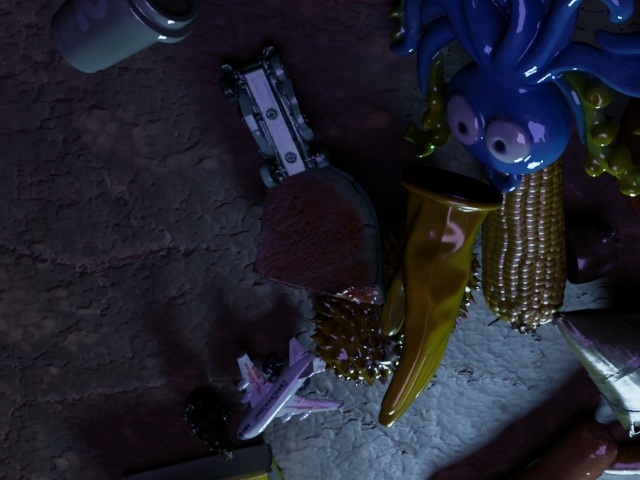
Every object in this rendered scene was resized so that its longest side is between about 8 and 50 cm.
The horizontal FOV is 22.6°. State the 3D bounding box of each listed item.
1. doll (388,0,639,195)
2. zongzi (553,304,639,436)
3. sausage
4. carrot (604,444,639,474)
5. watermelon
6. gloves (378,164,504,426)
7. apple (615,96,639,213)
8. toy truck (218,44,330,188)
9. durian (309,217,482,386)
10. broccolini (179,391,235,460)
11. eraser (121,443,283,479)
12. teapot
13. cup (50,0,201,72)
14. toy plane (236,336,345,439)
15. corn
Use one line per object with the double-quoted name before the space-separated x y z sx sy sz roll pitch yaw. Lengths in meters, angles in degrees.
"doll" 0.204 -0.175 1.646 0.346 0.099 0.341 24 141 27
"zongzi" 0.437 0.112 1.958 0.251 0.125 0.274 -24 138 16
"sausage" 0.281 0.353 2.202 0.087 0.079 0.326 42 118 -14
"carrot" 0.435 0.300 2.187 0.139 0.048 0.048 -2 130 1
"watermelon" 0.013 -0.013 1.837 0.231 0.146 0.128 12 -179 37
"gloves" 0.109 0.074 1.783 0.116 0.133 0.294 21 107 22
"apple" 0.434 -0.107 1.730 0.230 0.230 0.230 -1 130 -1
"toy truck" -0.049 -0.143 1.793 0.080 0.078 0.154 -21 111 14
"durian" 0.097 0.083 1.944 0.183 0.138 0.250 24 119 -10
"broccolini" -0.140 0.250 2.036 0.074 0.201 0.058 33 97 -11
"eraser" -0.151 0.371 2.207 0.226 0.069 0.158 -14 130 10
"teapot" 0.327 0.013 1.931 0.068 0.076 0.121 -11 157 -9
"cup" -0.209 -0.242 1.679 0.141 0.120 0.120 -26 127 36
"toy plane" -0.055 0.196 2.068 0.162 0.065 0.171 30 125 -25
"corn" 0.234 -0.029 1.871 0.106 0.106 0.305 -6 125 3
